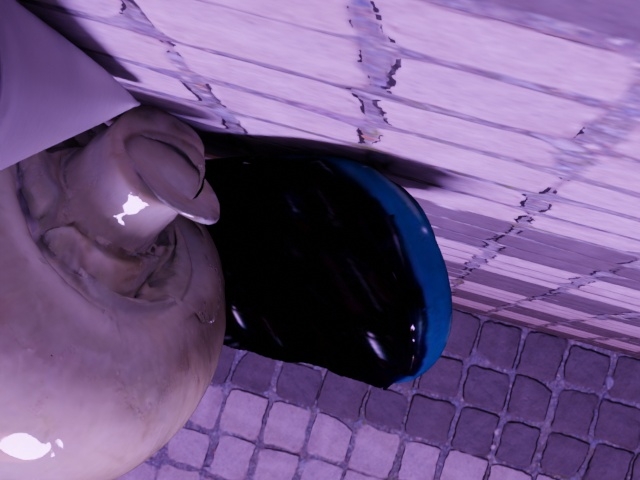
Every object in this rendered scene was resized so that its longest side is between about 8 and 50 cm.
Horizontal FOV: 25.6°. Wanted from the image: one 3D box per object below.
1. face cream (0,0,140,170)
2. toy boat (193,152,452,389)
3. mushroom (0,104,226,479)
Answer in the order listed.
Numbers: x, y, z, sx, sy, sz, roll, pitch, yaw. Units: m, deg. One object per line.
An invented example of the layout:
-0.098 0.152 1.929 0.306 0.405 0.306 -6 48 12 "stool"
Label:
-0.146 -0.062 0.526 0.143 0.089 0.314 15 -175 -5 "face cream"
0.000 0.000 0.831 0.092 0.134 0.299 -25 -165 -27 "toy boat"
-0.145 0.009 0.773 0.246 0.202 0.246 42 -156 -24 "mushroom"
